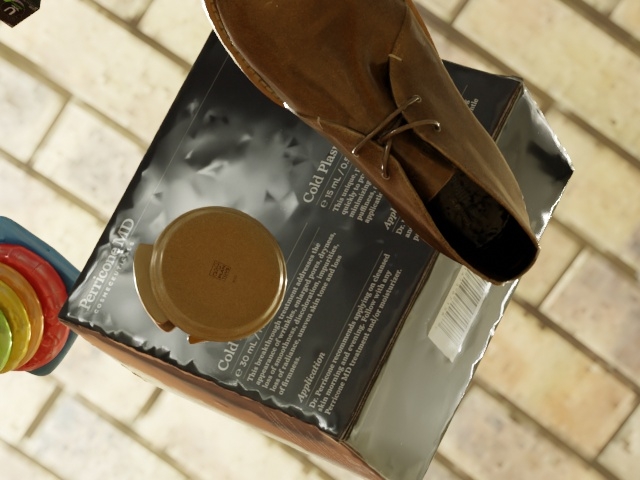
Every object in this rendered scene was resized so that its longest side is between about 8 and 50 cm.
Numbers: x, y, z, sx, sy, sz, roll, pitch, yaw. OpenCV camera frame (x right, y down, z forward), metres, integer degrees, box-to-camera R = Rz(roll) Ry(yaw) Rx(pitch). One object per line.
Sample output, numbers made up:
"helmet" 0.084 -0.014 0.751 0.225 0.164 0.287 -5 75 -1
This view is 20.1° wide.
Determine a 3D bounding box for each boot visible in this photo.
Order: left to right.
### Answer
"boot" 0.044 -0.086 1.153 0.305 0.112 0.115 45 -173 -30

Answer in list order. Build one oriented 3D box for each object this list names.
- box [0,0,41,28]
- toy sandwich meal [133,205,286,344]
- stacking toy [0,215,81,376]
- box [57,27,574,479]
"box" -0.426 -0.339 2.442 0.083 0.062 0.052 33 -137 -35
"toy sandwich meal" -0.061 0.021 1.000 0.085 0.085 0.029 34 159 -3
"stacking toy" -0.411 0.109 2.105 0.175 0.166 0.302 37 -155 5
"box" 0.000 0.000 1.601 0.312 0.343 0.179 21 167 30
